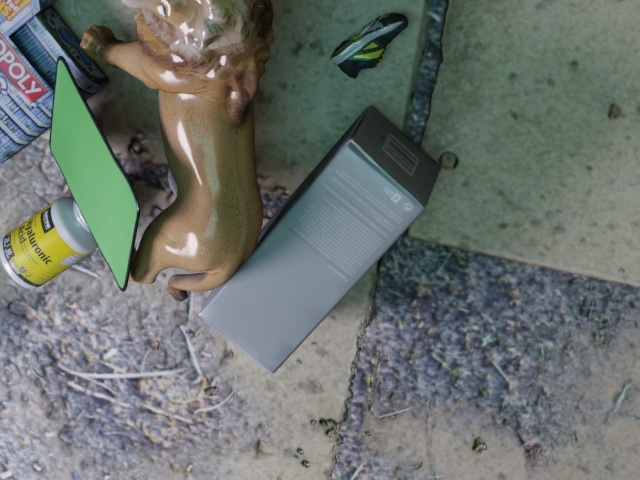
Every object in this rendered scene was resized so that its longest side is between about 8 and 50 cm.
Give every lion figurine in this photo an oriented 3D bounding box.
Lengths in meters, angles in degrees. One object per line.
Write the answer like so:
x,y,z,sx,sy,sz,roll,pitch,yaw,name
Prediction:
-0.109,-0.093,1.364,0.240,0.142,0.392,21,129,51,lion figurine

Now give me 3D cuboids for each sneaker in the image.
0.050,-0.182,1.412,0.083,0.031,0.035,-28,116,25,sneaker

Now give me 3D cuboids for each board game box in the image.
-0.307,-0.198,1.467,0.194,0.060,0.194,-34,100,23,board game box

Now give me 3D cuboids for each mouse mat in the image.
-0.214,-0.061,1.418,0.189,0.007,0.152,59,153,25,mouse mat

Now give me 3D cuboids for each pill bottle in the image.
-0.264,-0.005,1.530,0.116,0.065,0.065,-32,101,21,pill bottle

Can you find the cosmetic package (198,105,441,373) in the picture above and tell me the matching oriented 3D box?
0.000,0.000,1.439,0.107,0.127,0.238,42,112,-7,cosmetic package
